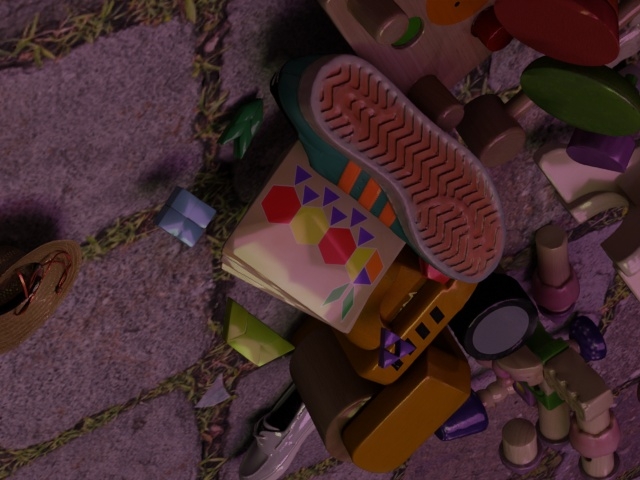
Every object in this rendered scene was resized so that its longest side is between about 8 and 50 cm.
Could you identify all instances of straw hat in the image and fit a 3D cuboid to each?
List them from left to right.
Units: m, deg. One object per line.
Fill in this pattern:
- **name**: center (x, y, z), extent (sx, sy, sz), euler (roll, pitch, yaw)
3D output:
- **straw hat**: center (-0.302, 0.039, 1.648), extent (0.144, 0.061, 0.144), euler (-43, 159, -22)

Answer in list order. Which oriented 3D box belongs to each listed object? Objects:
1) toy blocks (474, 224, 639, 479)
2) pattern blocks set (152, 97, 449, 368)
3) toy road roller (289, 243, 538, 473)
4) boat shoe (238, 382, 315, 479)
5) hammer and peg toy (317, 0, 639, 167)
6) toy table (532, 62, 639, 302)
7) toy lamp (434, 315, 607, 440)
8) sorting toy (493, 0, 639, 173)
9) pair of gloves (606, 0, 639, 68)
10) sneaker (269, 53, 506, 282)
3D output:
- **toy blocks**: center (0.276, 0.198, 2.221), extent (0.309, 0.288, 0.260), euler (-32, 144, -14)
- **pattern blocks set**: center (0.000, 0.000, 1.757), extent (0.285, 0.026, 0.325), euler (-48, 115, -7)
- **toy road roller**: center (0.058, 0.082, 1.951), extent (0.240, 0.202, 0.329), euler (24, 115, -39)
- **boat shoe**: center (-0.051, 0.239, 2.172), extent (0.184, 0.066, 0.063), euler (-45, 134, 18)
- **hammer and peg toy**: center (0.157, -0.236, 1.678), extent (0.266, 0.127, 0.361), euler (-40, 149, 2)
- **toy table**: center (0.384, -0.058, 2.060), extent (0.161, 0.274, 0.252), euler (-37, -169, 4)
- **toy lamp**: center (0.276, 0.201, 2.432), extent (0.274, 0.080, 0.080), euler (-26, 147, -16)
- **sorting toy**: center (0.269, -0.194, 1.661), extent (0.126, 0.127, 0.365), euler (-65, 156, -14)
- **pair of gloves**: center (0.370, -0.261, 1.875), extent (0.204, 0.042, 0.240), euler (-39, 166, -7)
- **sneaker**: center (0.067, -0.077, 1.690), extent (0.108, 0.121, 0.302), euler (-49, 119, -12)
